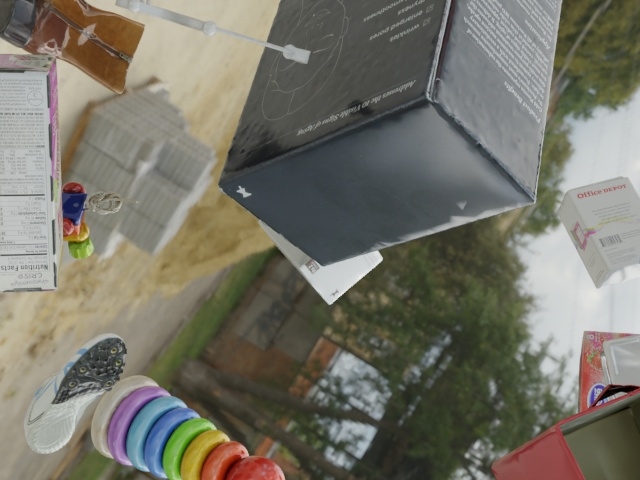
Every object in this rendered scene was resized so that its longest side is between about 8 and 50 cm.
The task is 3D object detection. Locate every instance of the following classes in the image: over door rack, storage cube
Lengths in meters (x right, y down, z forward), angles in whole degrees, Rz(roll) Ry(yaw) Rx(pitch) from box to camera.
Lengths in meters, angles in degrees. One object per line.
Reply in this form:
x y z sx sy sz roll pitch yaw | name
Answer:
-0.109 -0.406 1.386 0.108 0.324 0.239 32 -72 55 | over door rack
0.324 0.268 1.006 0.184 0.215 0.193 -18 160 -19 | storage cube

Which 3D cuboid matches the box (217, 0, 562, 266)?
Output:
0.127 -0.265 1.677 0.480 0.297 0.471 -18 -136 42 | box

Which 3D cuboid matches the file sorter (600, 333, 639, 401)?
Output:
0.529 0.205 1.266 0.173 0.278 0.192 38 40 -75 | file sorter

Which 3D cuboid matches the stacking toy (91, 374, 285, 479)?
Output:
-0.193 0.329 1.460 0.141 0.330 0.141 -32 133 -43 | stacking toy

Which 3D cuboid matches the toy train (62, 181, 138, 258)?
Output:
-0.434 -0.022 1.711 0.143 0.248 0.105 85 9 -50 | toy train

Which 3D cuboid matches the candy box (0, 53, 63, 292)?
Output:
-0.318 -0.077 1.036 0.159 0.071 0.233 -127 -142 -69 | candy box

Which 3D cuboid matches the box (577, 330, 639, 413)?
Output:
0.558 0.337 1.803 0.154 0.142 0.300 70 26 -58 | box

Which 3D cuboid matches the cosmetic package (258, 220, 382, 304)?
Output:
0.000 0.000 1.981 0.151 0.183 0.151 -41 137 -3 | cosmetic package

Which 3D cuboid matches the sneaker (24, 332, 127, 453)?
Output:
-0.357 0.207 1.370 0.237 0.085 0.086 -50 -135 25 | sneaker

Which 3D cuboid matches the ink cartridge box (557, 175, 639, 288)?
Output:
0.365 -0.011 1.200 0.089 0.122 0.052 -13 152 -11 | ink cartridge box

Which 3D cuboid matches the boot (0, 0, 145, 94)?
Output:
-0.416 -0.429 1.713 0.280 0.096 0.264 19 82 -48 | boot
